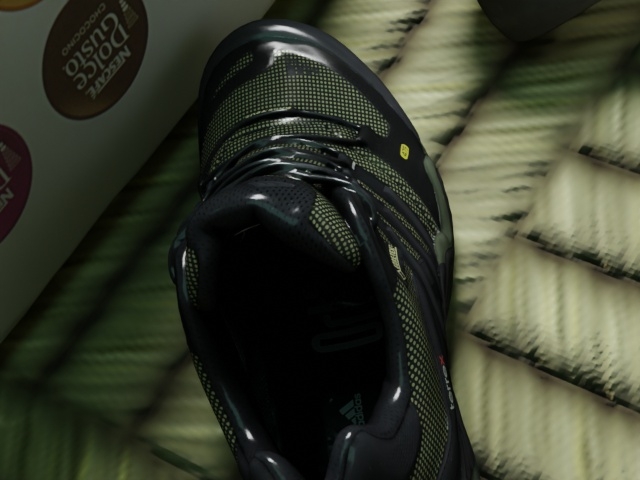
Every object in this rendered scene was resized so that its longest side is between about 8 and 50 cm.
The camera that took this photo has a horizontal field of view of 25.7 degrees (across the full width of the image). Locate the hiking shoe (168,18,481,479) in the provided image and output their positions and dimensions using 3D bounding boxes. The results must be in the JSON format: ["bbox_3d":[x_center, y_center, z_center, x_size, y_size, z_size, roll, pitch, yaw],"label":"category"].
[{"bbox_3d":[0.000,0.000,0.434,0.086,0.114,0.227,-17,55,4],"label":"hiking shoe"}]

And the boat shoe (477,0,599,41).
[{"bbox_3d":[0.187,-0.183,0.527,0.335,0.095,0.112,-26,19,-6],"label":"boat shoe"}]

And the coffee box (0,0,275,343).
[{"bbox_3d":[-0.250,-0.155,0.472,0.338,0.334,0.337,26,69,30],"label":"coffee box"}]
